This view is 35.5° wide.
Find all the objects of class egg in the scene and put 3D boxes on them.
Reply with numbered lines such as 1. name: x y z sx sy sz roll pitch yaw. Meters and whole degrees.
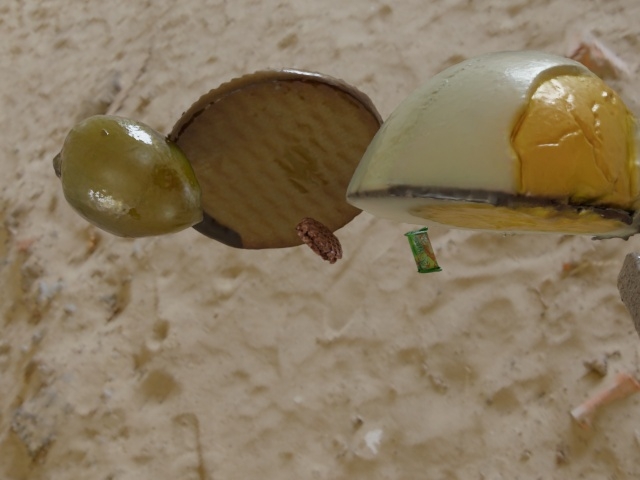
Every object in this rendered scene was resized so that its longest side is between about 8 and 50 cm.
1. egg: 0.204 -0.109 1.128 0.337 0.337 0.201 2 81 40

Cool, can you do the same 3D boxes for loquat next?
1. loquat: -0.231 -0.073 1.225 0.152 0.195 0.152 -161 90 -85

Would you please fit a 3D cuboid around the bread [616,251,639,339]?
1. bread: 0.639 0.135 1.770 0.416 0.165 0.113 -70 1 -71

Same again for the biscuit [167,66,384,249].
1. biscuit: -0.060 -0.106 1.382 0.318 0.318 0.040 -29 45 15

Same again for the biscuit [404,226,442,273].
1. biscuit: 0.182 0.019 1.782 0.046 0.016 0.089 -12 71 -12

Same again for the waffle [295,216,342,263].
1. waffle: 0.000 0.000 1.360 0.029 0.075 0.083 -47 0 14
